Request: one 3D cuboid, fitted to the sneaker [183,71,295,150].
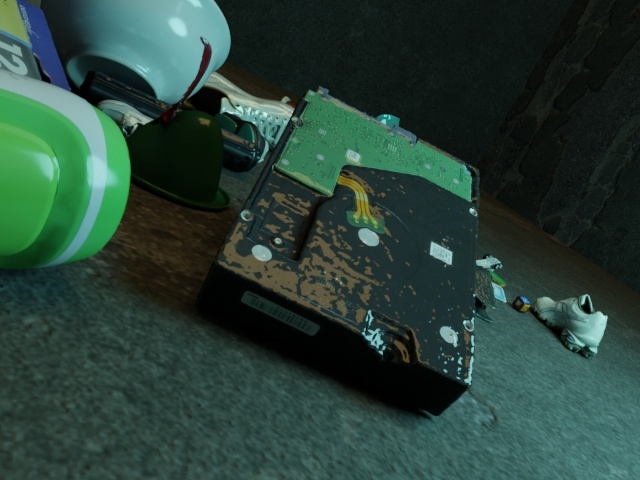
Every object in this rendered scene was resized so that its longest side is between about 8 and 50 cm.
[{"bbox_3d":[-0.150,-0.240,1.272,0.290,0.106,0.123,24,32,-3],"label":"sneaker"}]

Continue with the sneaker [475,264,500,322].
[{"bbox_3d":[0.226,0.053,0.981,0.089,0.051,0.170,19,31,-6],"label":"sneaker"}]

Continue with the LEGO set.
[{"bbox_3d":[0.255,0.054,1.121,0.244,0.060,0.182,25,27,-6],"label":"LEGO set"}]

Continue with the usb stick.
[{"bbox_3d":[-0.223,-0.175,0.944,0.277,0.045,0.077,22,-23,-23],"label":"usb stick"}]

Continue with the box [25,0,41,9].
[{"bbox_3d":[-0.426,-0.383,1.161,0.311,0.121,0.148,13,20,-44],"label":"box"}]

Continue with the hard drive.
[{"bbox_3d":[0.044,-0.016,0.636,0.236,0.064,0.339,26,41,-7],"label":"hard drive"}]

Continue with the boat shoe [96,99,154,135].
[{"bbox_3d":[-0.268,-0.164,0.883,0.100,0.035,0.035,26,33,-27],"label":"boat shoe"}]

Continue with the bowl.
[{"bbox_3d":[-0.296,-0.290,0.948,0.297,0.134,0.298,12,-21,5],"label":"bowl"}]

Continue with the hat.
[{"bbox_3d":[-0.149,-0.154,0.764,0.173,0.184,0.208,16,19,-41],"label":"hat"}]

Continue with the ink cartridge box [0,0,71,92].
[{"bbox_3d":[-0.360,-0.219,0.596,0.307,0.072,0.304,13,42,-53],"label":"ink cartridge box"}]

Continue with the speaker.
[{"bbox_3d":[-0.258,-0.053,0.334,0.131,0.131,0.296,38,17,34],"label":"speaker"}]

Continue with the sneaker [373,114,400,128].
[{"bbox_3d":[0.164,-0.221,1.574,0.295,0.179,0.123,36,16,27],"label":"sneaker"}]

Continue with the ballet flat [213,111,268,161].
[{"bbox_3d":[-0.132,-0.179,1.117,0.074,0.074,0.203,17,16,-36],"label":"ballet flat"}]

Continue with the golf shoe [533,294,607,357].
[{"bbox_3d":[0.435,0.127,1.078,0.069,0.086,0.176,22,14,-17],"label":"golf shoe"}]

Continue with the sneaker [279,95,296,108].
[{"bbox_3d":[-0.054,-0.265,1.488,0.118,0.107,0.279,35,16,6],"label":"sneaker"}]
